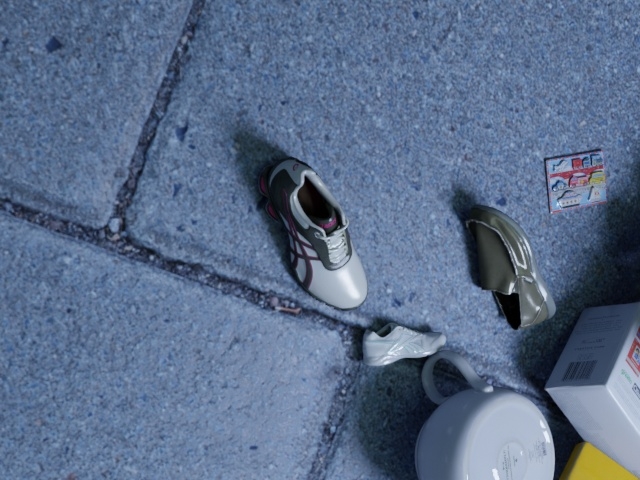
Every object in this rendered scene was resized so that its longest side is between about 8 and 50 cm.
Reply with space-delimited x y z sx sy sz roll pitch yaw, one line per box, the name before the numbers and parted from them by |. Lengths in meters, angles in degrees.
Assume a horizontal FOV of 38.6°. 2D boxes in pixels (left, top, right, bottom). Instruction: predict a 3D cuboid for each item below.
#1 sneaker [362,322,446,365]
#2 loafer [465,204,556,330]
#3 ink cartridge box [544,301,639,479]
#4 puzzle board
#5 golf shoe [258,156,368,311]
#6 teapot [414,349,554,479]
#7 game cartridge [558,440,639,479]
sneaker | 0.139 0.164 1.505 0.152 0.054 0.061 -9 95 -21
loafer | 0.314 0.052 1.546 0.087 0.094 0.251 -39 108 -20
ink cartridge box | 0.578 0.269 1.639 0.309 0.130 0.272 52 54 -18
puzzle board | 0.463 -0.106 1.641 0.128 0.011 0.096 -11 98 -21
golf shoe | 0.000 0.000 1.398 0.105 0.120 0.273 -37 108 -18
teapot | 0.243 0.350 1.494 0.252 0.187 0.256 41 64 -27
game cartridge | 0.483 0.547 1.517 0.285 0.052 0.323 36 62 3
